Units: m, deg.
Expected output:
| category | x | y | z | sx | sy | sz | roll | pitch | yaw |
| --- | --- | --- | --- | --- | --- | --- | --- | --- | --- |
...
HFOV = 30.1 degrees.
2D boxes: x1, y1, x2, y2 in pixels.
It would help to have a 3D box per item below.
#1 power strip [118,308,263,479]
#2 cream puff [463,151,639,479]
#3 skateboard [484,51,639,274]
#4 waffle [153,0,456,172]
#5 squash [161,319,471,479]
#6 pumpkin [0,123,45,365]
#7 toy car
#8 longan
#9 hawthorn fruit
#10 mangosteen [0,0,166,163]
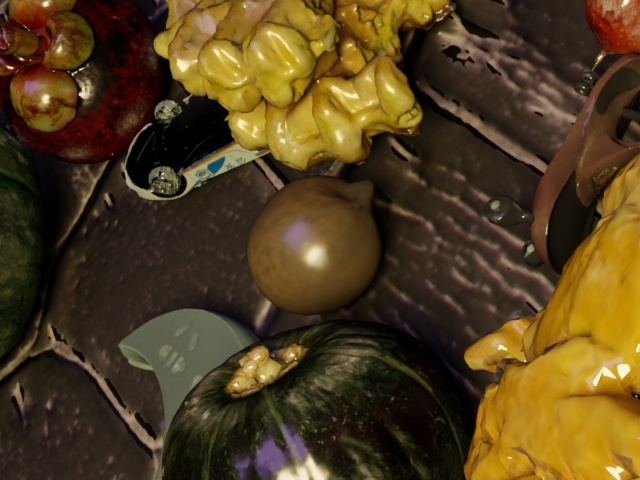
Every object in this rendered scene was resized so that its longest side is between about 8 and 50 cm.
| category | x | y | z | sx | sy | sz | roll | pitch | yaw |
| --- | --- | --- | --- | --- | --- | --- | --- | --- | --- |
| power strip | -0.094 | 0.157 | 0.869 | 0.167 | 0.054 | 0.253 | -31 | 43 | 30 |
| cream puff | 0.171 | 0.136 | 0.370 | 0.231 | 0.343 | 0.327 | -39 | 19 | -10 |
| skateboard | 0.174 | -0.048 | 0.727 | 0.080 | 0.067 | 0.151 | 25 | 79 | 43 |
| waffle | 0.026 | -0.202 | 0.888 | 0.324 | 0.151 | 0.261 | -49 | 34 | -16 |
| squash | -0.004 | 0.127 | 0.704 | 0.193 | 0.156 | 0.193 | -7 | 24 | 3 |
| pumpkin | -0.381 | 0.015 | 1.156 | 0.300 | 0.207 | 0.300 | -18 | 66 | 49 |
| toy car | -0.087 | -0.098 | 1.038 | 0.205 | 0.056 | 0.095 | -27 | 47 | 27 |
| longan | 0.000 | 0.000 | 0.849 | 0.113 | 0.092 | 0.113 | -41 | 22 | 21 |
| hawthorn fruit | 0.191 | -0.140 | 0.766 | 0.103 | 0.067 | 0.067 | -56 | 38 | 4 |
| mangosteen | -0.241 | -0.168 | 1.142 | 0.200 | 0.200 | 0.200 | -27 | 47 | 32 |
